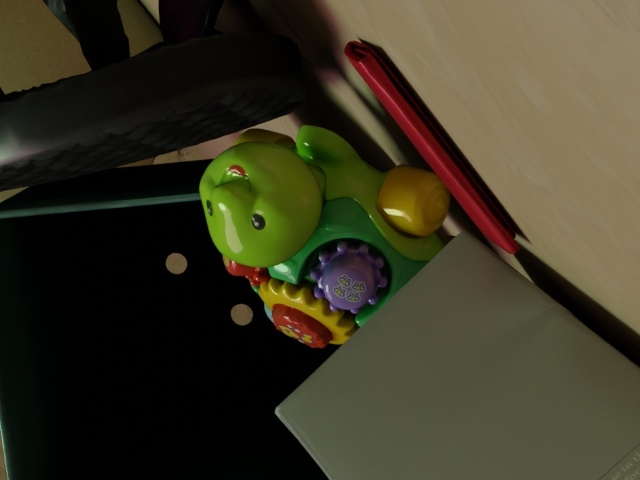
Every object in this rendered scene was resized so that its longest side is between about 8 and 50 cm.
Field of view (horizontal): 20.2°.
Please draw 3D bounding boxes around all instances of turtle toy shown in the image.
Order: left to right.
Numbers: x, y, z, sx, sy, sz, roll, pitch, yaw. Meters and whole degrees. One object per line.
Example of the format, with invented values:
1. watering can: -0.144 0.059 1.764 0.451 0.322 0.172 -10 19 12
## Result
1. turtle toy: 0.000 0.000 0.664 0.095 0.066 0.130 16 157 34

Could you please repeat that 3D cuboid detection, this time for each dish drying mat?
1. dish drying mat: 0.037 -0.031 0.587 0.083 0.008 0.032 50 178 -18

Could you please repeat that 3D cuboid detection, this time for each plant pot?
1. plant pot: -0.227 -0.136 1.455 0.284 0.191 0.284 49 178 3
2. plant pot: -0.051 0.035 0.876 0.234 0.165 0.165 -75 -21 -76

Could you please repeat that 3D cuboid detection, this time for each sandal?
1. sandal: -0.111 -0.086 0.802 0.446 0.167 0.107 -144 38 -81

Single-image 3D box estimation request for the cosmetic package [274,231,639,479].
1. cosmetic package: 0.090 0.102 0.555 0.127 0.107 0.238 48 176 -25
